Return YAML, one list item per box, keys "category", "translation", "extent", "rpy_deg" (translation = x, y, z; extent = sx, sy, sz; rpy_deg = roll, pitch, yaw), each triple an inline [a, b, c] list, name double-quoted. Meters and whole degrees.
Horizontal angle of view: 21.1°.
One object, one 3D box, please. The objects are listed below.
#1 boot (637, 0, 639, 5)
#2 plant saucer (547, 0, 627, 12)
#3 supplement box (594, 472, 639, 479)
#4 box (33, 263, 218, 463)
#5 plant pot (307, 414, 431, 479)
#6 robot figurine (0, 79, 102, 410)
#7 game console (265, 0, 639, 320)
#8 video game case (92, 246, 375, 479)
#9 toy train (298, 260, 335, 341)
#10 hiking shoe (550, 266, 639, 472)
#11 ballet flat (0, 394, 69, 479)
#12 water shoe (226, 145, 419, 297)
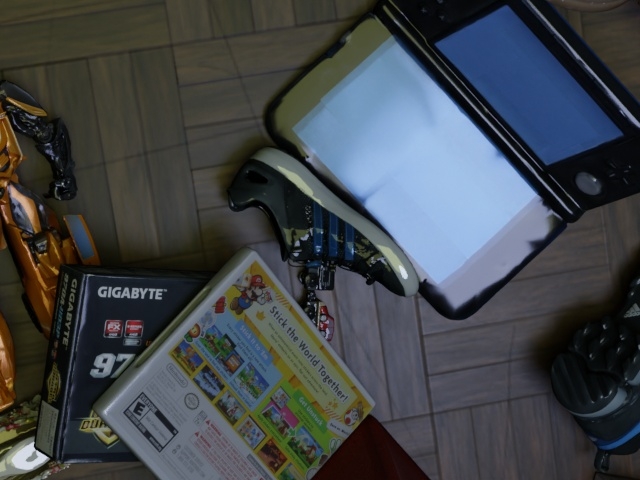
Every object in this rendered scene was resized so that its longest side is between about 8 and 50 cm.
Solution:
- category: "boot"
  translation: [0.390, -0.165, 1.616]
  extent: [0.220, 0.283, 0.109]
  rpy_deg: [29, 53, 13]
- category: "plant saucer"
  translation: [0.216, -0.340, 1.556]
  extent: [0.278, 0.041, 0.278]
  rpy_deg: [15, 64, -34]
- category: "supplement box"
  translation: [0.319, 0.367, 1.741]
  extent: [0.130, 0.073, 0.239]
  rpy_deg: [11, 97, -11]
- category: "box"
  translation: [-0.149, 0.115, 1.594]
  extent: [0.220, 0.051, 0.175]
  rpy_deg: [5, 98, -38]
- category: "plant pot"
  translation: [0.049, 0.366, 1.615]
  extent: [0.267, 0.236, 0.267]
  rpy_deg: [-42, 102, -2]
- category: "robot figurine"
  translation: [-0.300, 0.000, 1.569]
  extent: [0.211, 0.085, 0.291]
  rpy_deg: [-25, 109, -17]
- category: "game console"
  translation: [0.140, -0.093, 1.602]
  extent: [0.293, 0.250, 0.173]
  rpy_deg: [45, 63, -12]
- category: "video game case"
  translation: [-0.075, 0.154, 1.603]
  extent: [0.206, 0.026, 0.227]
  rpy_deg: [-47, 122, -16]
- category: "toy train"
  translation: [-0.004, 0.083, 1.673]
  extent: [0.036, 0.027, 0.158]
  rpy_deg: [1, 98, -20]
- category: "hiking shoe"
  translation: [0.358, 0.086, 1.707]
  extent: [0.304, 0.113, 0.132]
  rpy_deg: [-38, 132, -8]
- category: "ballet flat"
  translation: [-0.320, 0.212, 1.616]
  extent: [0.241, 0.077, 0.091]
  rpy_deg: [-29, 102, -3]
- category: "water shoe"
  translation: [0.000, 0.000, 1.629]
  extent: [0.203, 0.073, 0.080]
  rpy_deg: [40, 78, 3]
